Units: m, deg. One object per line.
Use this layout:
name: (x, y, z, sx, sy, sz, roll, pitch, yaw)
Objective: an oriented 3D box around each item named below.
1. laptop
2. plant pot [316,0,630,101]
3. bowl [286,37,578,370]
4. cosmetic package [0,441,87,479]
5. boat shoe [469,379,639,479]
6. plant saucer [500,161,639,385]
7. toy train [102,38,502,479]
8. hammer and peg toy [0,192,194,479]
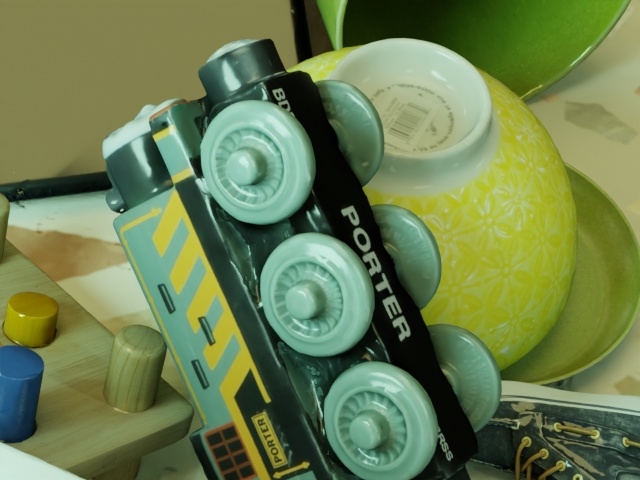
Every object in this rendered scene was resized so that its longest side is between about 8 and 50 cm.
laptop: (-0.213, -0.202, 1.532, 0.382, 0.236, 0.408, -8, 74, -4)
plant pot: (0.085, -0.295, 1.445, 0.274, 0.275, 0.293, -17, 50, -14)
bowl: (0.054, -0.050, 1.228, 0.289, 0.156, 0.289, 3, 51, -3)
cosmetic package: (-0.285, 0.293, 0.823, 0.327, 0.394, 0.329, 19, 51, 19)
boat shoe: (0.155, 0.148, 1.176, 0.183, 0.065, 0.083, 2, 45, 1)
plant saucer: (0.124, 0.021, 1.301, 0.241, 0.037, 0.241, 3, 50, -4)
toy train: (-0.022, 0.044, 1.097, 0.190, 0.334, 0.142, -25, 0, 31)
hammer and peg toy: (-0.289, 0.107, 1.117, 0.266, 0.127, 0.361, 37, 37, 30)
